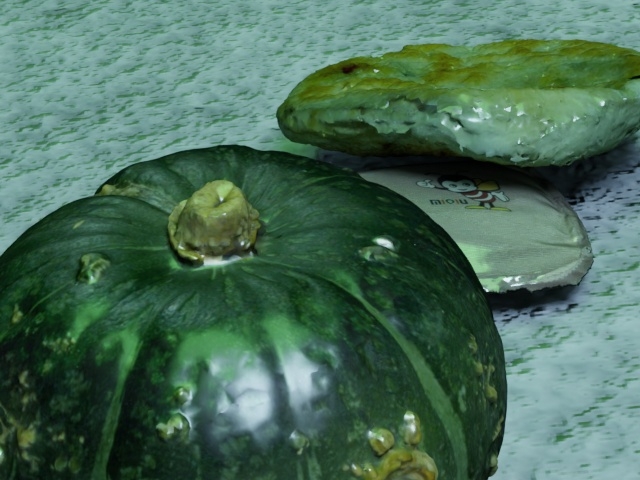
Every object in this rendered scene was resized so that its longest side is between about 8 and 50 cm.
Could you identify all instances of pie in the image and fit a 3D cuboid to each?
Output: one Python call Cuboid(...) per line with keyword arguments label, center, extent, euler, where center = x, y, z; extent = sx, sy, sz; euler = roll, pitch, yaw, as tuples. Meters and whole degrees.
Cuboid(label="pie", center=(0.073, -0.064, 0.909), extent=(0.187, 0.041, 0.187), euler=(-3, 14, 1))

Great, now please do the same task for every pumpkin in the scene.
Cuboid(label="pumpkin", center=(-0.031, 0.050, 0.638), extent=(0.190, 0.146, 0.190), euler=(-5, 50, 7))

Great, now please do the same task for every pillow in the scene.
Cuboid(label="pillow", center=(0.000, 0.000, 0.837), extent=(0.232, 0.038, 0.131), euler=(-6, 24, -11))
